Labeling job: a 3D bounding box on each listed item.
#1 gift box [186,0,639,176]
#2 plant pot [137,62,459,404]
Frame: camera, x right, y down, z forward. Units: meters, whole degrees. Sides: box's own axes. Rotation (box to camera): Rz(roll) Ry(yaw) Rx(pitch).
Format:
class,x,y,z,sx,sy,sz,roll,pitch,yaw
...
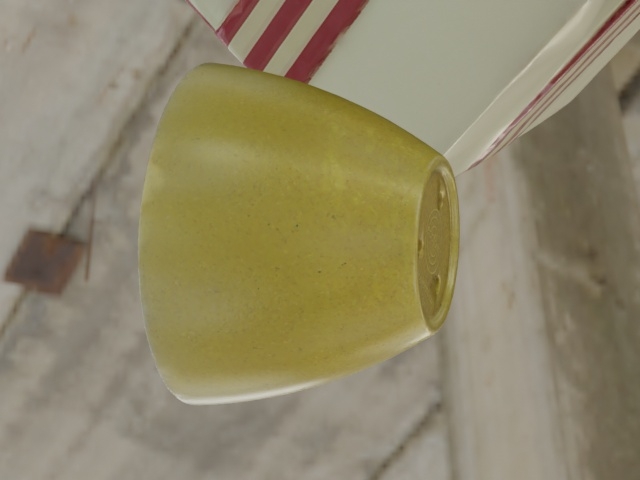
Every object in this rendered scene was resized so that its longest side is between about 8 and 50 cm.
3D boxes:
class,x,y,z,sx,sy,sz,roll,pitch,yaw
gift box,0.083,-0.183,0.933,0.255,0.276,0.258,45,-53,4
plant pot,0.000,0.000,0.708,0.095,0.134,0.134,3,-43,17
